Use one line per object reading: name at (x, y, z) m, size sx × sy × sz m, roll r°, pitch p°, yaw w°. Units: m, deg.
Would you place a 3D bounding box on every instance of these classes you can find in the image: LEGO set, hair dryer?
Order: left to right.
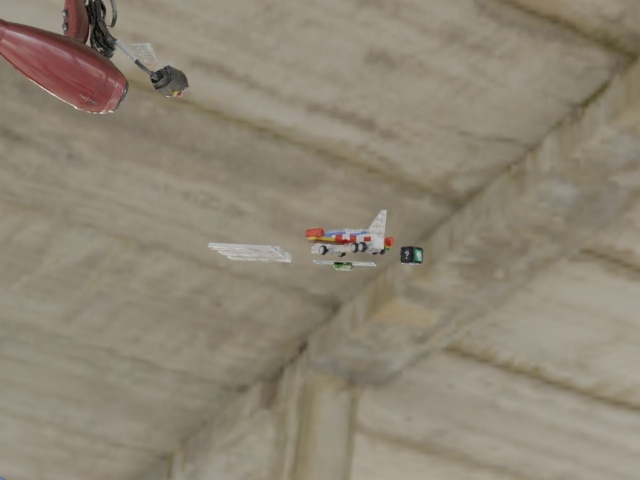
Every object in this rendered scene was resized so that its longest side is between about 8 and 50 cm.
hair dryer at (-0.329, -0.254, 1.938) m, size 0.080 × 0.223 × 0.293 m, roll -52°, pitch -20°, yaw 23°
LEGO set at (0.000, 0.000, 1.756) m, size 0.244 × 0.060 × 0.182 m, roll 3°, pitch -5°, yaw 7°

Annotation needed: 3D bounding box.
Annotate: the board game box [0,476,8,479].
board game box at (-0.309, 0.344, 1.505) m, size 0.194 × 0.194 × 0.060 m, roll 17°, pitch -27°, yaw -7°
